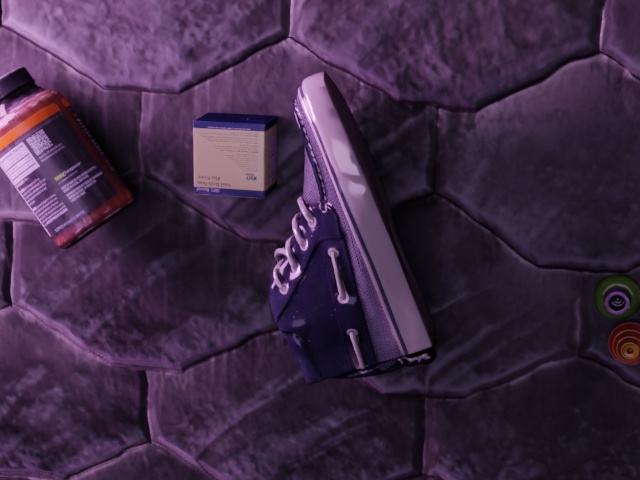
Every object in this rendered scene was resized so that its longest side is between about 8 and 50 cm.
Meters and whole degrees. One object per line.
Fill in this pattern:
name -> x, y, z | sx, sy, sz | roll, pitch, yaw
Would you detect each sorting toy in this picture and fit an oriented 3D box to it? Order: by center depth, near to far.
sorting toy -> 0.331, 0.088, 1.610 | 0.061, 0.042, 0.102 | -17, 100, 17

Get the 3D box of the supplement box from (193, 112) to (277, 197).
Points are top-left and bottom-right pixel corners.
supplement box -> -0.094, -0.095, 1.658 | 0.083, 0.056, 0.083 | 4, 105, 13

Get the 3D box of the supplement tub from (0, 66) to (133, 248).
supplement tub -> -0.304, -0.096, 1.684 | 0.106, 0.106, 0.198 | -32, 95, 19

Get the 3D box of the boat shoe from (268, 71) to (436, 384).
boat shoe -> 0.000, 0.000, 1.620 | 0.158, 0.127, 0.340 | -19, 100, 10
